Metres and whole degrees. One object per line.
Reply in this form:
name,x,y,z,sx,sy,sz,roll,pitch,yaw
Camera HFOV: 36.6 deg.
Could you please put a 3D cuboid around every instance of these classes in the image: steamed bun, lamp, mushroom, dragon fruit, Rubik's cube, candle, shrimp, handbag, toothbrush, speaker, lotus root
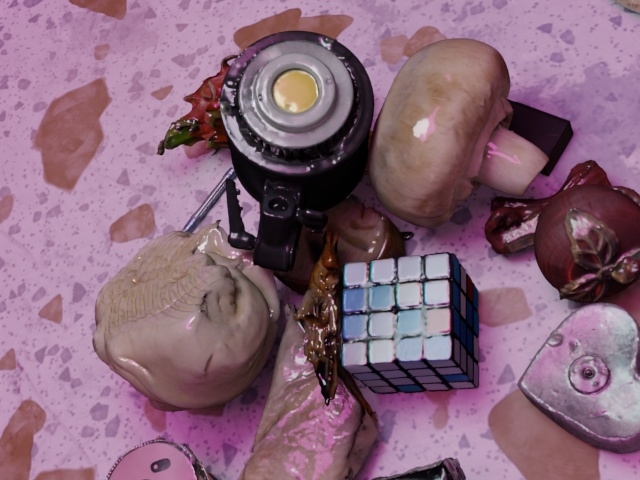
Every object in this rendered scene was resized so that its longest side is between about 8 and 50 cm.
steamed bun,-0.183,0.129,1.390,0.275,0.206,0.320,-22,26,15
lamp,-0.028,-0.169,1.339,0.205,0.272,0.374,10,58,1
mushroom,0.193,-0.133,1.315,0.234,0.260,0.254,23,37,15
dragon fruit,-0.164,-0.201,1.590,0.236,0.137,0.135,-43,43,-3
lamp,0.340,0.001,1.286,0.215,0.151,0.223,-21,17,7
Rubik's cube,0.123,0.115,1.305,0.155,0.154,0.151,-6,65,21
candle,0.340,0.179,1.235,0.168,0.068,0.192,-14,58,18
shrimp,-0.003,0.093,1.286,0.066,0.117,0.262,-4,40,4
handbag,-0.212,0.390,1.340,0.179,0.116,0.205,-23,58,10
toothbrush,-0.207,-0.032,1.597,0.016,0.019,0.219,32,81,29
speaker,0.262,-0.175,1.450,0.218,0.044,0.082,26,78,30
lotus root,0.000,0.000,1.462,0.260,0.074,0.170,14,77,27

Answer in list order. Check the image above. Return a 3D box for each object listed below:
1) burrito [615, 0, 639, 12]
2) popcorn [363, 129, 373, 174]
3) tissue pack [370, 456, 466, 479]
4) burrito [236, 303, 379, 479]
burrito,0.475,-0.366,1.453,0.045,0.041,0.185,-44,56,-5
popcorn,0.062,-0.140,1.511,0.083,0.057,0.082,-11,60,19
tissue pack,0.100,0.444,1.143,0.245,0.123,0.332,-21,75,12
burrito,-0.013,0.273,1.320,0.175,0.107,0.348,15,76,6
